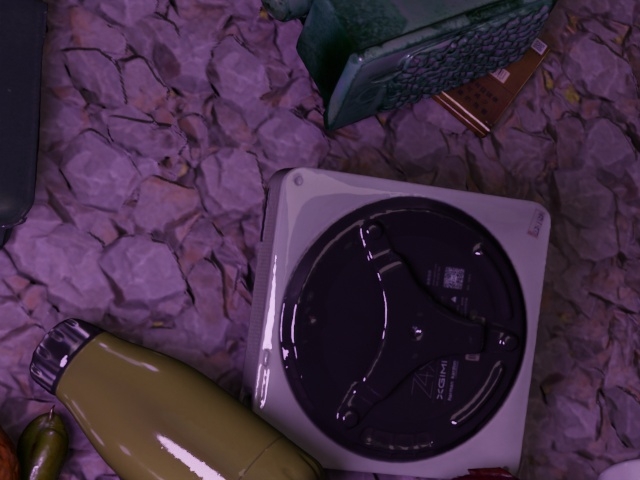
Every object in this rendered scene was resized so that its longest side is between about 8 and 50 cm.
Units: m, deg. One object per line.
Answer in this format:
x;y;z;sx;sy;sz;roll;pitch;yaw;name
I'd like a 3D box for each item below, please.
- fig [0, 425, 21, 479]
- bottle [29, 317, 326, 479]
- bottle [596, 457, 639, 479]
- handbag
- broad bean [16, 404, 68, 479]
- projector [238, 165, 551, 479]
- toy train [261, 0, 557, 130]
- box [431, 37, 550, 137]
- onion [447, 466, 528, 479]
-0.301;0.178;1.417;0.134;0.201;0.146;-6;65;-3;fig
-0.125;0.159;1.547;0.260;0.112;0.112;36;58;12;bottle
0.302;0.323;1.662;0.104;0.104;0.245;9;64;-18;bottle
-0.365;-0.126;1.604;0.248;0.079;0.260;11;63;-18;handbag
-0.239;0.257;1.502;0.053;0.052;0.256;16;64;-27;broad bean
0.069;0.077;1.643;0.259;0.079;0.257;7;89;-19;projector
0.079;-0.245;1.783;0.266;0.145;0.202;-22;72;-23;toy train
0.163;-0.175;1.870;0.090;0.023;0.133;39;59;-4;box
0.149;0.302;1.574;0.230;0.163;0.230;3;80;-18;onion
